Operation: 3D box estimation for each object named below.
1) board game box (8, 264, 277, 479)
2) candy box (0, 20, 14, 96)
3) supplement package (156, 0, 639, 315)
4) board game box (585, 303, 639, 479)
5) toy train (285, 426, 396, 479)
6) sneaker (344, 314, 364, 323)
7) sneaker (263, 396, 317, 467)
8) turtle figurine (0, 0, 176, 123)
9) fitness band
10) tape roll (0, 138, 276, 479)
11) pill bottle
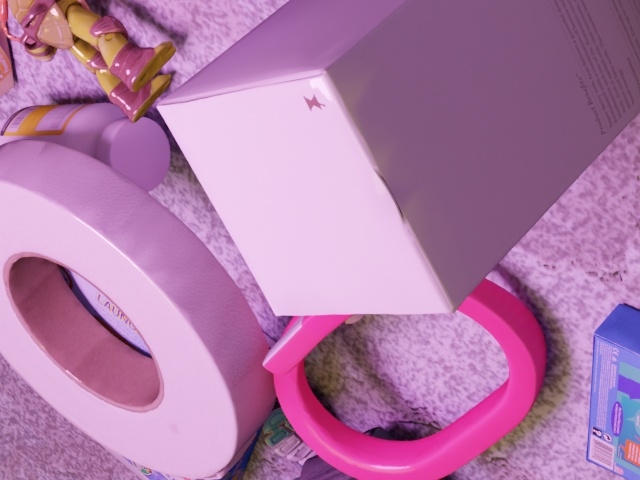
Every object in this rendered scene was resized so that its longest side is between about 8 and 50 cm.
[{"bbox_3d":[-0.202,0.135,1.817,0.308,0.086,0.302,38,145,12],"label":"board game box"},{"bbox_3d":[-0.468,-0.269,1.689,0.316,0.087,0.183,28,142,25],"label":"candy box"},{"bbox_3d":[0.072,-0.103,1.091,0.175,0.293,0.177,-4,121,49],"label":"supplement package"},{"bbox_3d":[0.318,0.158,1.311,0.210,0.047,0.160,26,140,29],"label":"board game box"},{"bbox_3d":[-0.009,0.327,1.671,0.334,0.142,0.190,-28,110,22],"label":"toy train"},{"bbox_3d":[0.000,0.000,1.485,0.170,0.063,0.075,50,144,-10],"label":"sneaker"},{"bbox_3d":[-0.002,0.222,1.727,0.166,0.065,0.076,50,179,-24],"label":"sneaker"},{"bbox_3d":[-0.234,-0.215,1.491,0.217,0.087,0.269,40,146,9],"label":"turtle figurine"},{"bbox_3d":[0.073,0.119,1.467,0.209,0.054,0.291,37,134,-11],"label":"fitness band"},{"bbox_3d":[-0.214,0.074,1.610,0.392,0.072,0.392,28,145,22],"label":"tape roll"},{"bbox_3d":[-0.235,-0.085,1.611,0.184,0.103,0.103,4,128,46],"label":"pill bottle"}]
